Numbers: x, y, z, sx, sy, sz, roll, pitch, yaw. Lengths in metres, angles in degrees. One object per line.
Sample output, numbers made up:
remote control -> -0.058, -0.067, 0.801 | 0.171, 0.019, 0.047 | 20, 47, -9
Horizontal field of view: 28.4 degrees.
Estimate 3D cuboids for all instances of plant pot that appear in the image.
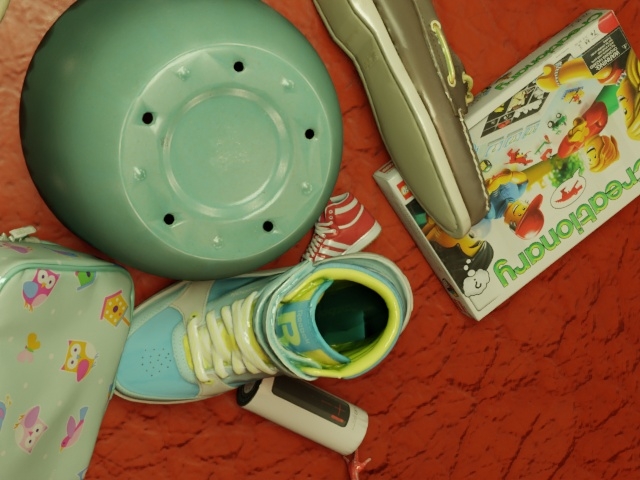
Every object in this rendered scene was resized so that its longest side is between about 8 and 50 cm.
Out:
plant pot -> -0.111, -0.096, 1.138 | 0.293, 0.235, 0.293 | -4, 103, -18

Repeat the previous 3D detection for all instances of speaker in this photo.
speaker -> -0.018, 0.177, 1.328 | 0.136, 0.055, 0.055 | 29, 92, -22

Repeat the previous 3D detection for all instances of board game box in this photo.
board game box -> 0.229, -0.082, 1.355 | 0.305, 0.053, 0.193 | -38, 111, -7

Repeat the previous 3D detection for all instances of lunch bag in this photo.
lunch bag -> -0.291, 0.126, 1.141 | 0.224, 0.108, 0.279 | 8, 101, -60

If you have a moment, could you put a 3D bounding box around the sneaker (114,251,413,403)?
sneaker -> -0.067, 0.084, 1.181 | 0.319, 0.208, 0.127 | -17, 91, 1

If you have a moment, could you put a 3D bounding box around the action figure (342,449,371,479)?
action figure -> 0.016, 0.340, 1.367 | 0.091, 0.139, 0.280 | 38, 110, -25

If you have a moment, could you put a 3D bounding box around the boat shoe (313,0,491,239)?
boat shoe -> 0.094, -0.161, 1.236 | 0.096, 0.116, 0.324 | -27, 91, -18

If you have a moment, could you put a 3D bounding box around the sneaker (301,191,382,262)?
sneaker -> 0.000, 0.000, 1.301 | 0.118, 0.042, 0.067 | -40, 111, -9

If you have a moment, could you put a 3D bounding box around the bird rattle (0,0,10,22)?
bird rattle -> -0.370, -0.250, 1.101 | 0.207, 0.143, 0.254 | 23, 81, -33
